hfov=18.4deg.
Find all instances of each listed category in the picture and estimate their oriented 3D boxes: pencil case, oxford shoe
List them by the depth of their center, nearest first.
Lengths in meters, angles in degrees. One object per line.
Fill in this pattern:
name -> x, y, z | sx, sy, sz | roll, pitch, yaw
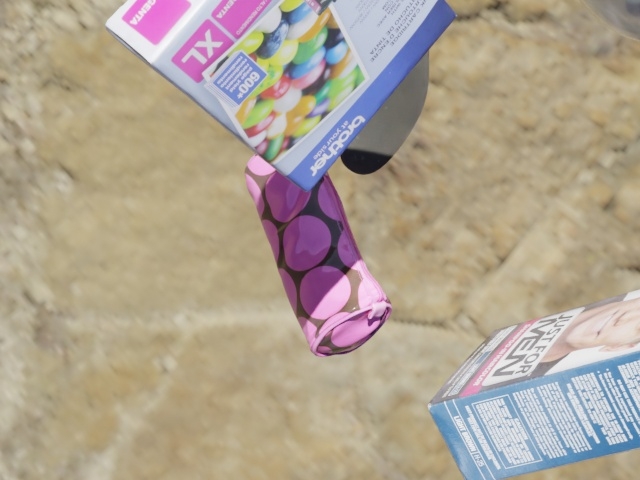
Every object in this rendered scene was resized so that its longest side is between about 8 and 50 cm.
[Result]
pencil case -> 0.000, 0.000, 1.850 | 0.098, 0.209, 0.095 | -33, 157, 25
oxford shoe -> 0.057, -0.163, 1.873 | 0.076, 0.076, 0.212 | 22, 81, -30

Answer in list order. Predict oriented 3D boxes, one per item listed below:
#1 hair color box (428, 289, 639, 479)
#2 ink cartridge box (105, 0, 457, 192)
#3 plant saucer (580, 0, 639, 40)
hair color box -> 0.296, 0.129, 1.952 | 0.174, 0.347, 0.105 | -42, 109, -50
ink cartridge box -> -0.010, -0.152, 1.447 | 0.186, 0.065, 0.311 | -49, 152, 1
plant saucer -> 0.223, -0.349, 1.840 | 0.100, 0.400, 0.400 | -20, 125, 7
